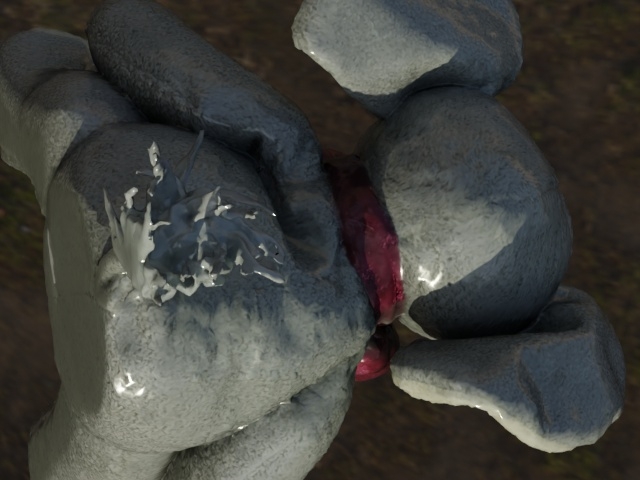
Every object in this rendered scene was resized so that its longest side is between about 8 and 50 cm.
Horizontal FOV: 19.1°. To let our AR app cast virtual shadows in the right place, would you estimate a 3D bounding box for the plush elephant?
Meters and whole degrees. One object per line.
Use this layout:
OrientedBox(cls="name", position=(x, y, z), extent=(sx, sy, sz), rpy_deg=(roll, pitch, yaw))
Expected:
OrientedBox(cls="plush elephant", position=(0.000, 0.000, 0.914), extent=(0.255, 0.330, 0.272), rpy_deg=(-7, 86, -21))
